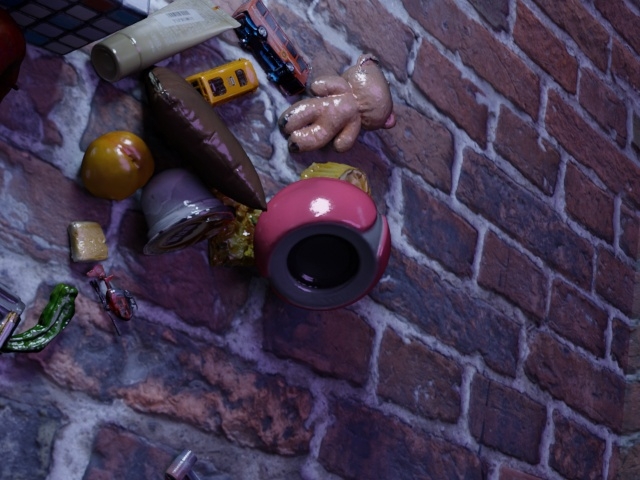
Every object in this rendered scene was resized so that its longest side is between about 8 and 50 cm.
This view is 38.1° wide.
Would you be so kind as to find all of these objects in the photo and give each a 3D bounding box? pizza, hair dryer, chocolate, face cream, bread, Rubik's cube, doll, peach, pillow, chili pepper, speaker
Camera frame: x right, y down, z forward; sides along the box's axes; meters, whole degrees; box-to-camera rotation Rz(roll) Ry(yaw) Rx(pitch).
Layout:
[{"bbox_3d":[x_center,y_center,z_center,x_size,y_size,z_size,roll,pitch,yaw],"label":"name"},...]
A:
[{"bbox_3d":[-0.175,-0.017,2.014,0.292,0.058,0.197,57,50,-24],"label":"pizza"},{"bbox_3d":[-0.263,0.482,1.874,0.063,0.037,0.114,-51,127,-35],"label":"hair dryer"},{"bbox_3d":[-0.277,-0.072,1.852,0.221,0.221,0.147,-7,72,-46],"label":"chocolate"},{"bbox_3d":[-0.320,-0.426,1.906,0.137,0.084,0.341,39,48,12],"label":"face cream"},{"bbox_3d":[0.043,-0.069,2.186,0.240,0.139,0.240,4,85,-45],"label":"bread"},{"bbox_3d":[-0.443,0.002,1.759,0.070,0.035,0.083,-8,83,-46],"label":"bread"},{"bbox_3d":[-0.478,-0.530,1.619,0.292,0.293,0.286,16,73,-41],"label":"Rubik's cube"},{"bbox_3d":[0.030,-0.317,2.237,0.303,0.156,0.201,-25,113,-15],"label":"doll"},{"bbox_3d":[-0.388,-0.145,1.769,0.138,0.138,0.138,8,78,-44],"label":"peach"},{"bbox_3d":[-0.236,-0.207,1.840,0.108,0.308,0.305,-40,116,1],"label":"pillow"},{"bbox_3d":[-0.504,0.152,1.665,0.182,0.050,0.073,-46,123,-36],"label":"chili pepper"},{"bbox_3d":[0.000,0.000,1.957,0.294,0.294,0.294,8,78,-44],"label":"speaker"}]

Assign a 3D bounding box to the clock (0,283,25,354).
[{"bbox_3d":[-0.631,0.119,1.516,0.253,0.083,0.186,44,55,-33],"label":"clock"}]

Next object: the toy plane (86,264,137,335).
[{"bbox_3d":[-0.400,0.108,1.786,0.060,0.037,0.145,-36,114,-31],"label":"toy plane"}]

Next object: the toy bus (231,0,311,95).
[{"bbox_3d":[-0.110,-0.446,2.136,0.235,0.074,0.096,50,46,-28],"label":"toy bus"}]

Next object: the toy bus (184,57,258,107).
[{"bbox_3d":[-0.202,-0.342,2.012,0.194,0.088,0.083,-31,105,-43],"label":"toy bus"}]

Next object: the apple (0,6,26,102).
[{"bbox_3d":[-0.602,-0.305,1.523,0.234,0.234,0.234,8,78,-44],"label":"apple"}]
